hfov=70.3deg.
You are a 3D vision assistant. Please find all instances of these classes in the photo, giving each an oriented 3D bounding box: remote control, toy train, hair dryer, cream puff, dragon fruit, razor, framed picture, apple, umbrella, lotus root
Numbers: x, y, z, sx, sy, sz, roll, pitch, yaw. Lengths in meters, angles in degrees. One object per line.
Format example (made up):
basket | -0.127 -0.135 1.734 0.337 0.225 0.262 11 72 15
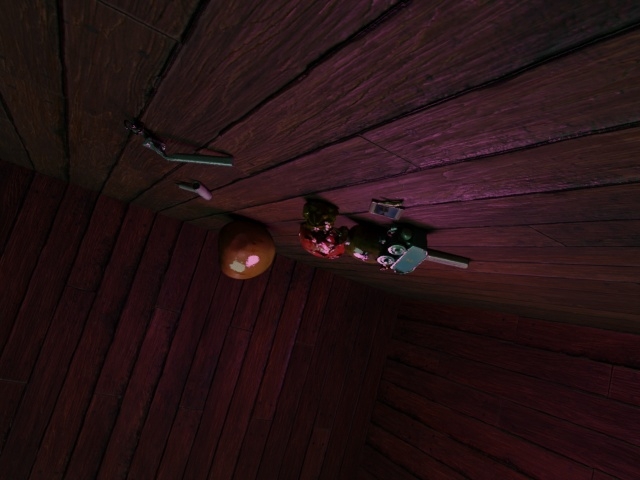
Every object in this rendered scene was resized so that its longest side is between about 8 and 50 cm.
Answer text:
remote control | 0.524 0.077 1.976 0.234 0.038 0.098 13 171 11
toy train | 0.308 0.031 1.707 0.163 0.112 0.203 18 146 -13
hair dryer | -0.584 -0.237 2.003 0.183 0.044 0.155 18 169 9
cream puff | -0.006 -0.082 1.706 0.146 0.116 0.146 14 168 3
dragon fruit | 0.000 0.000 2.123 0.262 0.134 0.211 14 167 12
razor | -0.410 -0.266 1.443 0.278 0.056 0.111 13 -179 6
framed picture | 0.219 -0.101 1.526 0.109 0.011 0.149 15 170 5
apple | -0.416 0.042 2.547 0.305 0.338 0.338 -2 176 -16
umbrella | -0.544 -0.334 1.408 0.044 0.044 0.269 -10 179 1
lotus root | 0.170 0.008 1.828 0.278 0.154 0.154 21 169 -28

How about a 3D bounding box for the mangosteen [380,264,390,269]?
mangosteen | 0.304 0.072 2.016 0.140 0.140 0.140 16 171 3

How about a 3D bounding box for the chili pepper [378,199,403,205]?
chili pepper | 0.221 -0.118 1.411 0.083 0.017 0.030 5 165 38
